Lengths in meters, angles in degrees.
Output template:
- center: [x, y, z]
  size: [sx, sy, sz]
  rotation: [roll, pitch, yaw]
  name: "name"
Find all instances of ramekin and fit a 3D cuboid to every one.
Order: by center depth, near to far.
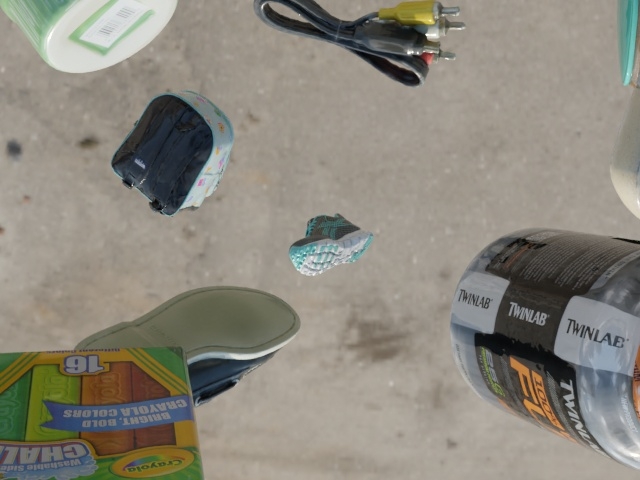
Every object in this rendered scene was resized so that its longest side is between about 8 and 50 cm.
- center: [-0.397, -0.432, 2.056]
  size: [0.303, 0.148, 0.303]
  rotation: [-30, 164, -10]
  name: "ramekin"

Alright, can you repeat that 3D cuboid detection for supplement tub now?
- center: [0.264, 0.093, 1.047]
  size: [0.193, 0.194, 0.316]
  rotation: [20, 177, -21]
  name: "supplement tub"

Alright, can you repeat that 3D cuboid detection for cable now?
- center: [0.053, -0.292, 1.620]
  size: [0.287, 0.072, 0.139]
  rotation: [15, 148, 11]
  name: "cable"

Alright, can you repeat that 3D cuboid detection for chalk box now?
- center: [-0.181, 0.222, 0.886]
  size: [0.180, 0.289, 0.179]
  rotation: [-1, 111, -12]
  name: "chalk box"

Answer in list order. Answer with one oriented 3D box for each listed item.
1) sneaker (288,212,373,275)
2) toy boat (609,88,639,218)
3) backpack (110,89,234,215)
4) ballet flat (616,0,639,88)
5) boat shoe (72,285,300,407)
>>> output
- center: [0.000, 0.000, 1.648]
  size: [0.166, 0.076, 0.065]
  rotation: [-11, 138, -54]
  name: "sneaker"
- center: [0.505, -0.123, 1.509]
  size: [0.148, 0.267, 0.318]
  rotation: [17, 173, 39]
  name: "toy boat"
- center: [-0.232, -0.156, 1.955]
  size: [0.166, 0.144, 0.188]
  rotation: [41, 120, 17]
  name: "backpack"
- center: [0.340, -0.291, 1.184]
  size: [0.096, 0.095, 0.280]
  rotation: [-9, 116, 9]
  name: "ballet flat"
- center: [-0.164, 0.150, 1.410]
  size: [0.127, 0.340, 0.113]
  rotation: [38, 124, 23]
  name: "boat shoe"
